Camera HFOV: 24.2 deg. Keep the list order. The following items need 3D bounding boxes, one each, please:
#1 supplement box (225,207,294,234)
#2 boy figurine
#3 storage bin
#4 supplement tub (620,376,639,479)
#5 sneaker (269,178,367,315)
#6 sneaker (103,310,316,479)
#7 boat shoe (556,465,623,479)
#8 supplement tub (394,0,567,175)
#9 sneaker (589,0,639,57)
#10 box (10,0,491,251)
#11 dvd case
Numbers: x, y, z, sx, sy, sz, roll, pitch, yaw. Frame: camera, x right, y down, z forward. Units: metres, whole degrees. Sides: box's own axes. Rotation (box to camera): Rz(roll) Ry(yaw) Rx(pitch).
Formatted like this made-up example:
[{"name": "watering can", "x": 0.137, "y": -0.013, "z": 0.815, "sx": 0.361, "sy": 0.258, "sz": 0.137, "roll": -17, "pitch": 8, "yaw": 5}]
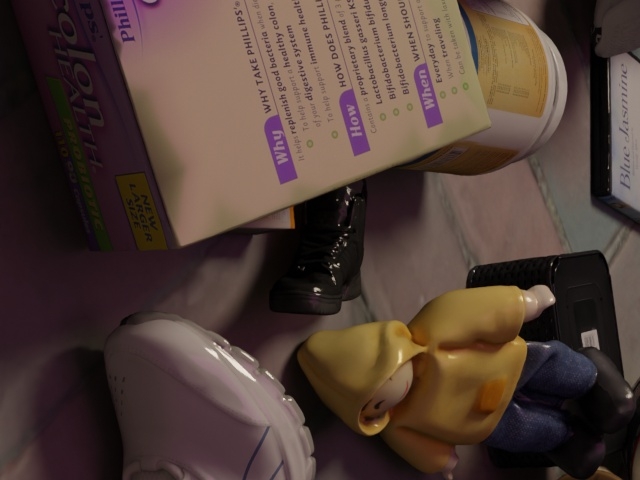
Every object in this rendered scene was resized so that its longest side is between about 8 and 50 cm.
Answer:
[{"name": "supplement box", "x": -0.062, "y": -0.036, "z": 1.002, "sx": 0.098, "sy": 0.036, "sz": 0.062, "roll": 3, "pitch": 81, "yaw": -55}, {"name": "boy figurine", "x": 0.112, "y": 0.105, "z": 1.128, "sx": 0.285, "sy": 0.092, "sz": 0.177, "roll": 16, "pitch": 114, "yaw": -39}, {"name": "storage bin", "x": 0.203, "y": 0.104, "z": 1.313, "sx": 0.122, "sy": 0.084, "sz": 0.180, "roll": -6, "pitch": 89, "yaw": -55}, {"name": "supplement tub", "x": 0.378, "y": 0.196, "z": 1.382, "sx": 0.272, "sy": 0.191, "sz": 0.191, "roll": -31, "pitch": 111, "yaw": -80}, {"name": "sneaker", "x": 0.003, "y": 0.000, "z": 1.054, "sx": 0.170, "sy": 0.051, "sz": 0.089, "roll": -19, "pitch": 112, "yaw": -75}, {"name": "sneaker", "x": -0.065, "y": 0.184, "z": 0.897, "sx": 0.129, "sy": 0.111, "sz": 0.297, "roll": -36, "pitch": 111, "yaw": -46}, {"name": "boat shoe", "x": 0.237, "y": 0.364, "z": 1.274, "sx": 0.110, "sy": 0.121, "sz": 0.341, "roll": 13, "pitch": 82, "yaw": -77}, {"name": "supplement tub", "x": 0.092, "y": -0.123, "z": 1.146, "sx": 0.199, "sy": 0.144, "sz": 0.144, "roll": 2, "pitch": 82, "yaw": -55}, {"name": "sneaker", "x": 0.314, "y": -0.309, "z": 1.481, "sx": 0.366, "sy": 0.137, "sz": 0.210, "roll": -46, "pitch": 118, "yaw": -69}, {"name": "box", "x": -0.045, "y": -0.131, "z": 0.903, "sx": 0.243, "sy": 0.117, "sz": 0.214, "roll": -23, "pitch": 101, "yaw": -32}, {"name": "dvd case", "x": 0.361, "y": -0.102, "z": 1.635, "sx": 0.253, "sy": 0.022, "sz": 0.180, "roll": 23, "pitch": 65, "yaw": -51}]
